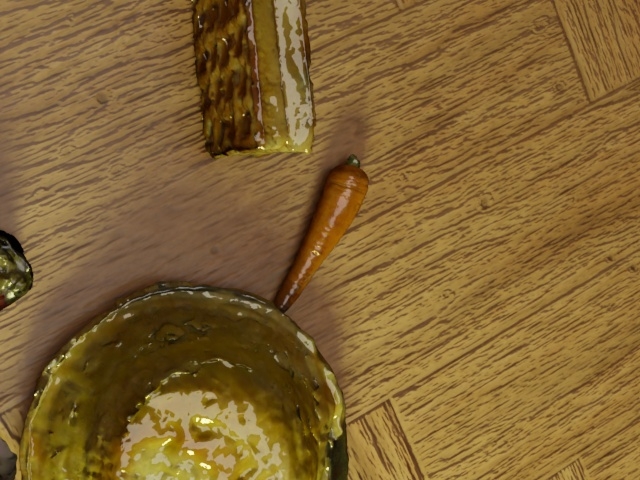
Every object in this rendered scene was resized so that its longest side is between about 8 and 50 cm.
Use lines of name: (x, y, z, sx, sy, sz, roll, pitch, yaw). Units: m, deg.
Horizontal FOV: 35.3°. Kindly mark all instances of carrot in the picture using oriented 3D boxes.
carrot: (0.000, 0.000, 1.380, 0.061, 0.061, 0.257, 27, 85, -21)

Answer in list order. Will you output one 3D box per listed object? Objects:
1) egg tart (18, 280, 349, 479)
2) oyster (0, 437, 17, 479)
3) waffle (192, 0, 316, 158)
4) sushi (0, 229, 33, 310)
egg tart: (-0.153, 0.268, 1.266, 0.443, 0.178, 0.443, -1, 92, -20)
oyster: (-0.465, 0.257, 1.124, 0.271, 0.275, 0.100, 11, 133, -37)
waffle: (-0.090, -0.254, 1.246, 0.091, 0.213, 0.308, -6, 94, -23)
sushi: (-0.450, 0.043, 1.169, 0.212, 0.115, 0.147, -19, 100, -19)
